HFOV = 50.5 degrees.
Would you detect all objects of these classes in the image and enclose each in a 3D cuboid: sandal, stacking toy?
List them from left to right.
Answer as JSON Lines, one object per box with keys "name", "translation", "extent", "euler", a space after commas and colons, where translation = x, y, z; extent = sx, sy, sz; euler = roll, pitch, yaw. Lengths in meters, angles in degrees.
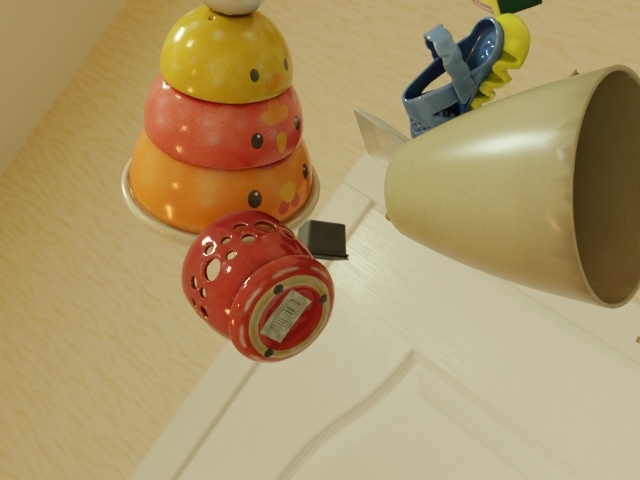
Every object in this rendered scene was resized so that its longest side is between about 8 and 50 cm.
{"name": "stacking toy", "translation": [-0.155, -0.250, 1.086], "extent": [0.351, 0.351, 0.479], "euler": [-29, -37, -34]}
{"name": "sandal", "translation": [0.178, -0.202, 1.027], "extent": [0.138, 0.126, 0.317], "euler": [7, -58, -24]}

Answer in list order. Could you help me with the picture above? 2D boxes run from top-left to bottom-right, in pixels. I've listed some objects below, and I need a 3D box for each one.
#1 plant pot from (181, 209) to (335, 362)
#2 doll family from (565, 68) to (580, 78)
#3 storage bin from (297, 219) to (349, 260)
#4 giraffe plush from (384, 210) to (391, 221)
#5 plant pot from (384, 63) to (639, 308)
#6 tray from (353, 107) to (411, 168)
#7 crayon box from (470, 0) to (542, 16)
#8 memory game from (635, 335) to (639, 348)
{"name": "plant pot", "translation": [-0.084, 0.074, 0.996], "extent": [0.191, 0.174, 0.191], "euler": [-19, -54, -28]}
{"name": "doll family", "translation": [0.358, -0.162, 0.980], "extent": [0.076, 0.111, 0.193], "euler": [-47, -1, -19]}
{"name": "storage bin", "translation": [0.000, 0.000, 1.665], "extent": [0.135, 0.098, 0.091], "euler": [8, -97, -31]}
{"name": "giraffe plush", "translation": [0.259, -0.101, 1.574], "extent": [0.210, 0.171, 0.181], "euler": [-46, -22, -77]}
{"name": "plant pot", "translation": [0.220, -0.061, 0.808], "extent": [0.257, 0.274, 0.256], "euler": [-4, -85, -47]}
{"name": "tray", "translation": [0.171, -0.148, 1.276], "extent": [0.030, 0.270, 0.145], "euler": [-40, -35, -11]}
{"name": "crayon box", "translation": [0.387, -0.707, 1.580], "extent": [0.106, 0.363, 0.313], "euler": [-18, -66, 9]}
{"name": "memory game", "translation": [0.614, 0.194, 1.111], "extent": [0.186, 0.186, 0.012], "euler": [-4, -67, -50]}
